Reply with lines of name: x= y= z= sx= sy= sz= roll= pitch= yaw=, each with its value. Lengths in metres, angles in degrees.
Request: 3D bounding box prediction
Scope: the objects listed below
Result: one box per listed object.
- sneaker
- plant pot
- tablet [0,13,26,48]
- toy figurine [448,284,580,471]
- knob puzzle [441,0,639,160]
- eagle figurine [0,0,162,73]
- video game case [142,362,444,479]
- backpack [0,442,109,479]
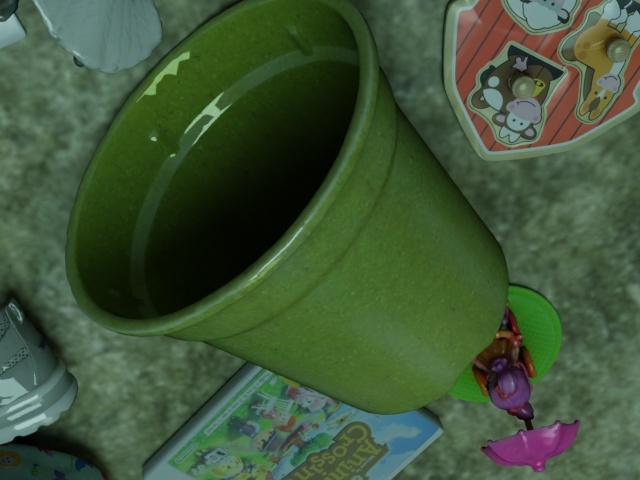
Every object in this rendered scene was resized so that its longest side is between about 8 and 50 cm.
sneaker: x=-0.351 y=0.131 z=0.996 sx=0.281 sy=0.105 sz=0.115 roll=-22 pitch=107 yaw=-4
plant pot: x=0.000 y=0.000 z=0.887 sx=0.276 sy=0.276 sz=0.254 roll=-40 pitch=129 yaw=14
tablet: x=-0.265 y=-0.156 z=0.878 sx=0.083 sy=0.006 sz=0.054 roll=-23 pitch=121 yaw=4
toy figurine: x=0.161 y=0.116 z=1.021 sx=0.130 sy=0.159 sz=0.173 roll=-22 pitch=121 yaw=4
knob puzzle: x=0.182 y=-0.141 z=0.948 sx=0.213 sy=0.030 sz=0.213 roll=-4 pitch=121 yaw=-7
eagle figurine: x=-0.122 y=-0.272 z=0.732 sx=0.225 sy=0.226 sz=0.298 roll=39 pitch=114 yaw=-5
video game case: x=-0.024 y=0.195 z=1.115 sx=0.193 sy=0.023 sz=0.212 roll=36 pitch=109 yaw=-26
backpack: x=-0.287 y=0.308 z=1.052 sx=0.225 sy=0.191 sz=0.253 roll=11 pitch=113 yaw=-15
